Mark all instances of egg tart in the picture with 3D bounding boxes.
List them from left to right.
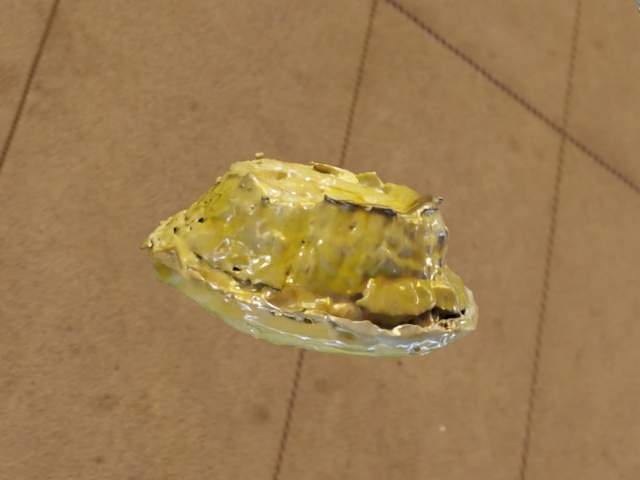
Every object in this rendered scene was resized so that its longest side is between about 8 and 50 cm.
[{"bbox_3d":[0.000,0.000,1.280,0.345,0.345,0.132,0,107,-43],"label":"egg tart"}]

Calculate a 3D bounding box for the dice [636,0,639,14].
[{"bbox_3d":[0.280,-0.136,0.419,0.263,0.268,0.264,-20,79,-29],"label":"dice"}]
